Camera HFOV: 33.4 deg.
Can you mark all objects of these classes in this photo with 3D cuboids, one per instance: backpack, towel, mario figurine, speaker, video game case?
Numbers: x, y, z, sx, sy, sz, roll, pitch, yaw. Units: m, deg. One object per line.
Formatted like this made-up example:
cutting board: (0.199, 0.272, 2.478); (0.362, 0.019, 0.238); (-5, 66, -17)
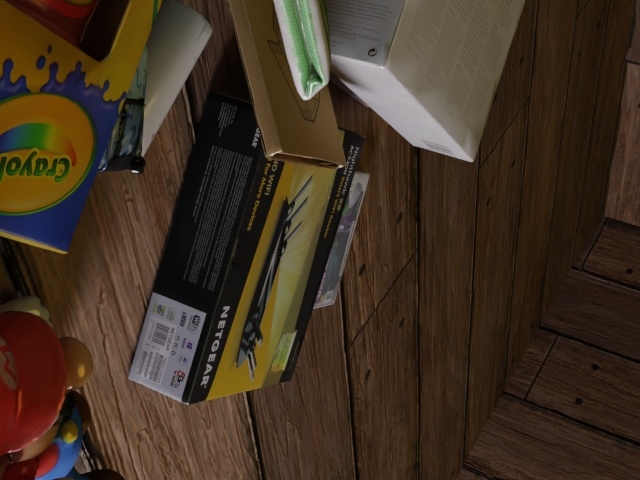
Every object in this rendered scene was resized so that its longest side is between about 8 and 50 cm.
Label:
backpack: (-0.182, -0.112, 0.786); (0.084, 0.105, 0.114); (-11, 112, -65)
towel: (-0.035, -0.304, 0.844); (0.248, 0.038, 0.324); (72, 9, -56)
mario figurine: (-0.199, 0.129, 0.790); (0.320, 0.198, 0.170); (86, 28, -68)
speaker: (-0.145, -0.137, 0.911); (0.136, 0.055, 0.055); (-63, 156, -15)
video game case: (0.000, 0.000, 1.382); (0.173, 0.022, 0.190); (-6, 113, -65)

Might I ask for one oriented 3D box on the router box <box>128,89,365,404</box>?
router box: (-0.072, 0.010, 1.156); (0.243, 0.081, 0.308); (1, 107, -66)

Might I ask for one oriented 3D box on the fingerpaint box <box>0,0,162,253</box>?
fingerpaint box: (-0.235, -0.220, 0.507); (0.371, 0.163, 0.445); (-69, 157, -4)

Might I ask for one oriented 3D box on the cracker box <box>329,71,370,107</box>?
cracker box: (0.071, -0.252, 1.284); (0.232, 0.067, 0.155); (18, 92, -68)

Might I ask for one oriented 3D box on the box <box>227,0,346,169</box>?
box: (-0.033, -0.172, 1.042); (0.164, 0.021, 0.201); (0, 74, -66)

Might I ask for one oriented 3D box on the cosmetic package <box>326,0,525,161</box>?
cosmetic package: (0.133, -0.275, 1.198); (0.377, 0.097, 0.284); (27, 83, -66)
